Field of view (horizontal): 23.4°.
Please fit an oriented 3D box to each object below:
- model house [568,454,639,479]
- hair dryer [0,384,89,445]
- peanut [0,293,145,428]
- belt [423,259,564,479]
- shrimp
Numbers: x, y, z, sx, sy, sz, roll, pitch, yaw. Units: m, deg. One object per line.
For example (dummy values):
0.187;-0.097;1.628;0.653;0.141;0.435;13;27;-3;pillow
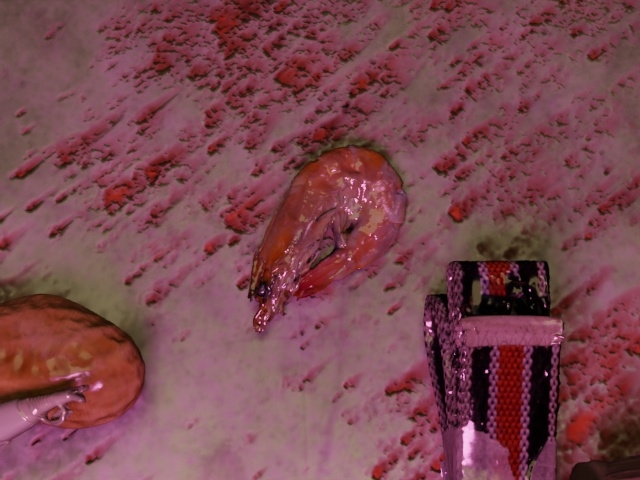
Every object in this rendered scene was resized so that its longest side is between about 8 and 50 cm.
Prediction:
0.277;0.247;1.160;0.188;0.229;0.122;-12;28;3;model house
-0.259;0.191;1.196;0.237;0.075;0.206;-34;79;18;hair dryer
-0.250;0.091;1.255;0.226;0.095;0.108;8;50;8;peanut
0.142;0.194;1.209;0.094;0.126;0.359;0;78;-9;belt
0.000;0.000;1.308;0.101;0.042;0.190;36;75;3;shrimp
